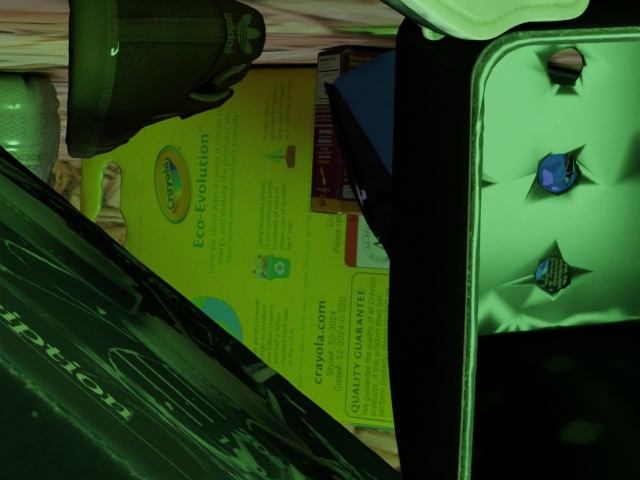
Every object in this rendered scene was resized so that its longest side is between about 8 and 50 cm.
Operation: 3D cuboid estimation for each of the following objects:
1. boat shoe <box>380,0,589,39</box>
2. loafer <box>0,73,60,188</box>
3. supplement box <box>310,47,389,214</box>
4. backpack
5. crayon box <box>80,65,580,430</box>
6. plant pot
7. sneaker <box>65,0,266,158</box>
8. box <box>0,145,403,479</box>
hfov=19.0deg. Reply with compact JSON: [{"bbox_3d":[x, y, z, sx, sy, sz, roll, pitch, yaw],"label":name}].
[{"bbox_3d":[0.028,-0.070,0.453,0.038,0.046,0.125,-3,-174,28],"label":"boat shoe"},{"bbox_3d":[-0.247,-0.056,1.359,0.112,0.111,0.319,2,180,-13],"label":"loafer"},{"bbox_3d":[0.027,-0.054,0.972,0.055,0.083,0.043,3,-178,-20],"label":"supplement box"},{"bbox_3d":[0.069,-0.024,0.894,0.101,0.098,0.120,-20,140,-4],"label":"backpack"},{"bbox_3d":[0.000,0.000,1.103,0.318,0.202,0.081,4,-179,34],"label":"crayon box"},{"bbox_3d":[0.108,0.001,0.614,0.188,0.187,0.167,-5,-159,-14],"label":"plant pot"},{"bbox_3d":[-0.063,-0.065,0.746,0.071,0.066,0.188,1,-179,-7],"label":"sneaker"},{"bbox_3d":[-0.148,0.066,0.611,0.343,0.179,0.312,39,-177,3],"label":"box"}]
